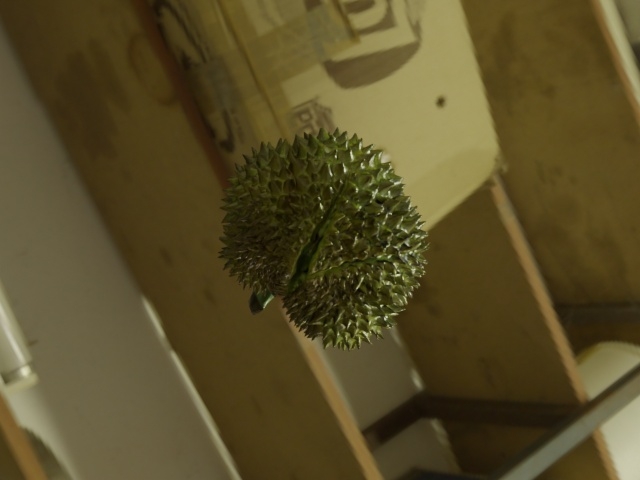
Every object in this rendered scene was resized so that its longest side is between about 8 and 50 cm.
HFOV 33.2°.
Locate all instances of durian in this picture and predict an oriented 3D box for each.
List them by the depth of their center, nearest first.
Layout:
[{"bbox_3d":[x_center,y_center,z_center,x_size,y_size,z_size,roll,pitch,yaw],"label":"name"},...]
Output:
[{"bbox_3d":[0.012,0.001,0.825,0.159,0.146,0.198,32,-15,33],"label":"durian"}]
